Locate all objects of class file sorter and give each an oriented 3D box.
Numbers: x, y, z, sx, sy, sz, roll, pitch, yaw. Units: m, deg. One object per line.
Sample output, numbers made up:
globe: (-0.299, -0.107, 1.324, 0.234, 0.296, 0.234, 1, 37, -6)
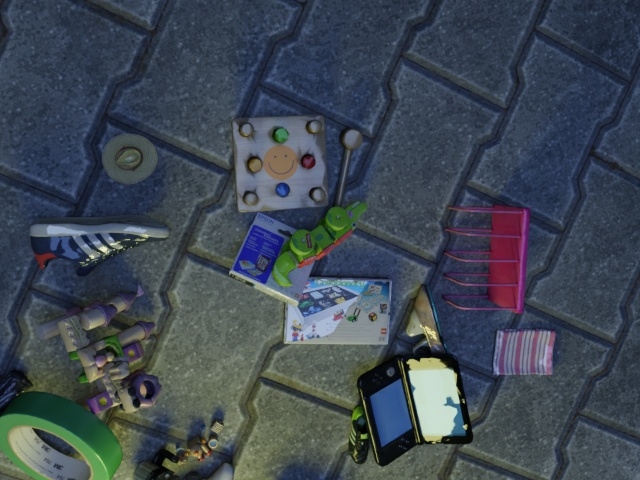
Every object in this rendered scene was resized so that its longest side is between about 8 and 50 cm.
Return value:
file sorter: (0.459, 0.045, 1.935, 0.182, 0.202, 0.290, 1, 96, -10)

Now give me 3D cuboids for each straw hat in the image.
straw hat: (-0.504, -0.217, 1.787, 0.144, 0.061, 0.144, -1, 97, -12)

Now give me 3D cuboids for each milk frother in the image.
milk frother: (-0.416, 0.663, 1.864, 0.129, 0.135, 0.143, -48, 116, -28)

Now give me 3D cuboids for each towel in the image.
towel: (0.628, 0.345, 2.088, 0.197, 0.029, 0.144, 2, 95, -11)

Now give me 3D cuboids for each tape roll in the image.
tape roll: (-0.667, 0.520, 1.728, 0.321, 0.077, 0.321, 11, 129, 13)

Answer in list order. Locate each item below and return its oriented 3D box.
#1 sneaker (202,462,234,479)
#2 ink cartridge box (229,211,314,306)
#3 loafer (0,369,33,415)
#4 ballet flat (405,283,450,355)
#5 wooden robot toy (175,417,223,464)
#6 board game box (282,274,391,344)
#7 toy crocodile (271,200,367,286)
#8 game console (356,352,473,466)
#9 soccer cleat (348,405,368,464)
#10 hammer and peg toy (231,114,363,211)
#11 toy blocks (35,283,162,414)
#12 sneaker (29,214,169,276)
sneaker: (-0.352, 0.741, 1.899, 0.129, 0.111, 0.297, 39, 87, -6)
ink cartridge box: (-0.121, 0.050, 1.868, 0.206, 0.045, 0.208, 25, 60, -6)
loafer: (-0.851, 0.445, 1.780, 0.078, 0.076, 0.223, 40, 84, -5)
ballet flat: (0.312, 0.284, 1.985, 0.106, 0.107, 0.316, -19, 99, 5)
wooden robot toy: (-0.335, 0.582, 1.896, 0.173, 0.079, 0.076, -39, 102, -5)
board game box: (0.048, 0.199, 1.943, 0.305, 0.053, 0.193, 3, 94, -11)
toy crocodile: (0.000, 0.000, 1.846, 0.340, 0.115, 0.105, -35, 86, -28)
game console: (0.272, 0.488, 1.941, 0.250, 0.173, 0.293, -22, 104, -33)
soccer cleat: (0.116, 0.577, 1.988, 0.060, 0.072, 0.179, -1, 96, -11)
hammer and peg toy: (-0.054, -0.206, 1.843, 0.361, 0.127, 0.266, -3, 97, -11)
toy blocks: (-0.508, 0.276, 1.747, 0.260, 0.309, 0.288, -23, 93, -51)
sneaker: (-0.571, 0.016, 1.774, 0.350, 0.131, 0.148, -1, 103, -6)
